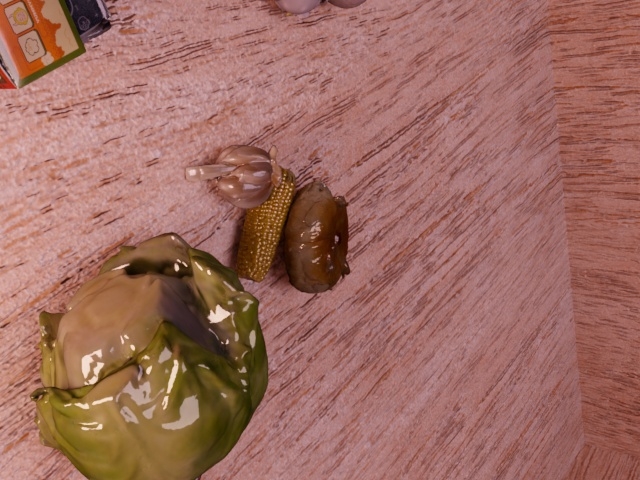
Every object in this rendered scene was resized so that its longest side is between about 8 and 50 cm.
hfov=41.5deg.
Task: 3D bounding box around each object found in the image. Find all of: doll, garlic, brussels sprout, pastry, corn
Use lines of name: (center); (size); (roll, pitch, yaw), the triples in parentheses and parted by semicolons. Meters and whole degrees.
doll: (0.006, -0.570, 1.871); (0.287, 0.151, 0.150); (-31, 119, -41)
garlic: (-0.180, -0.129, 1.733); (0.194, 0.127, 0.131); (-12, 80, -24)
brussels sprout: (-0.278, 0.237, 1.472); (0.425, 0.343, 0.361); (-53, 136, -30)
pastry: (-0.002, 0.001, 1.922); (0.257, 0.121, 0.235); (53, 44, -64)
corn: (-0.121, -0.039, 1.826); (0.091, 0.091, 0.260); (85, 20, -78)

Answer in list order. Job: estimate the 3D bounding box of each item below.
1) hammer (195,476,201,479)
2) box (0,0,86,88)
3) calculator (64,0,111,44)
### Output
hammer: (-0.271, 0.526, 1.771); (0.111, 0.033, 0.287); (27, 74, -51)
box: (-0.486, -0.324, 1.236); (0.148, 0.195, 0.177); (-45, 129, -38)
calculator: (-0.453, -0.449, 1.393); (0.165, 0.028, 0.274); (-48, 130, -37)
